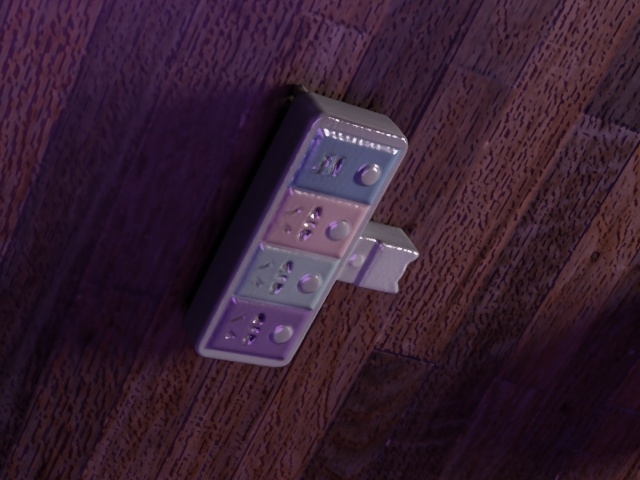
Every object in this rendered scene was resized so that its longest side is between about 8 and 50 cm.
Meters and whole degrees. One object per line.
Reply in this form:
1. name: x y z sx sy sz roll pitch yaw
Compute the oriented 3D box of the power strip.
1. power strip: 0.000 0.000 0.958 0.145 0.061 0.216 14 117 -32
